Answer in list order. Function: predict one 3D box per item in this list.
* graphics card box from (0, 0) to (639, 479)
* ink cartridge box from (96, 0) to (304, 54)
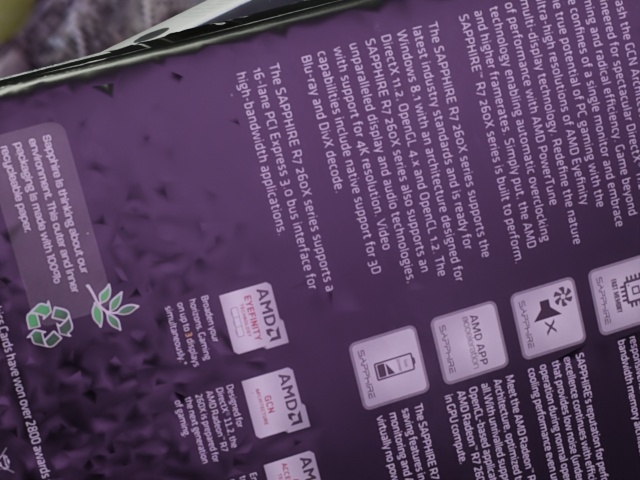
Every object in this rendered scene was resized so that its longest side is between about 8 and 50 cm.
[{"bbox_3d":[0.006,0.034,0.496,0.371,0.094,0.233,-17,102,-12],"label":"graphics card box"},{"bbox_3d":[0.000,0.000,0.571,0.208,0.045,0.206,-30,105,-22],"label":"ink cartridge box"}]
